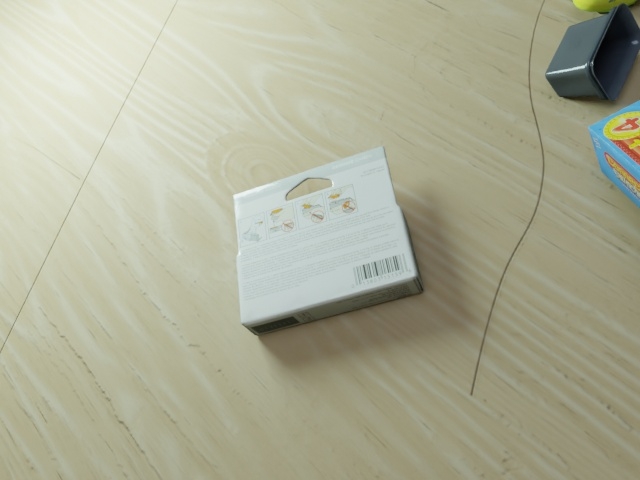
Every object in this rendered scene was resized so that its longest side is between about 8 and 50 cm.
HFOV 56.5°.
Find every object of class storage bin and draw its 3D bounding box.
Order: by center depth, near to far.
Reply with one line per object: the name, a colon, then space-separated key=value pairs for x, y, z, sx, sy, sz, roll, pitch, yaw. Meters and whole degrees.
storage bin: x=0.414 y=-0.276 z=0.910 sx=0.091 sy=0.098 sz=0.135 roll=9 pitch=65 yaw=55

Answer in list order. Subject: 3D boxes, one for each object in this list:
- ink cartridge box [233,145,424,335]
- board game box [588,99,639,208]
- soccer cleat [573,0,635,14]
ink cartridge box: x=0.000 y=0.000 z=0.935 sx=0.275 sy=0.060 sz=0.238 roll=-17 pitch=58 yaw=13
board game box: x=0.533 y=-0.111 z=0.691 sx=0.302 sy=0.086 sz=0.308 roll=-28 pitch=34 yaw=11
soccer cleat: x=0.532 y=-0.464 z=0.937 sx=0.289 sy=0.121 sz=0.093 roll=-27 pitch=58 yaw=7
